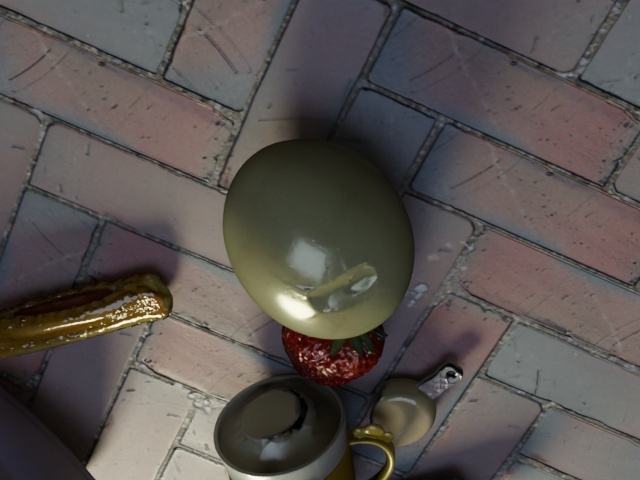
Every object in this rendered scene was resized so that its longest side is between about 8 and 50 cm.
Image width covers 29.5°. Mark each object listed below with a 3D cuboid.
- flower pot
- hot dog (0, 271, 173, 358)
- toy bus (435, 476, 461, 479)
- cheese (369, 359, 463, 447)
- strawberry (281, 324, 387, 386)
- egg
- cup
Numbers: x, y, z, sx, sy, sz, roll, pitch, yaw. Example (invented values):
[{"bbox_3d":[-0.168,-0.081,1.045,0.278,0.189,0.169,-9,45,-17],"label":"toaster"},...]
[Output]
[{"bbox_3d":[-0.479,0.341,1.735,0.265,0.265,0.243,-23,107,21],"label":"flower pot"},{"bbox_3d":[-0.339,0.100,1.659,0.288,0.068,0.083,-15,143,11],"label":"hot dog"},{"bbox_3d":[0.151,0.404,1.778,0.160,0.092,0.079,-17,149,18],"label":"toy bus"},{"bbox_3d":[0.124,0.221,1.688,0.092,0.048,0.171,21,124,-10],"label":"cheese"},{"bbox_3d":[0.010,0.139,1.605,0.131,0.131,0.148,36,115,-16],"label":"strawberry"},{"bbox_3d":[0.000,0.000,1.457,0.219,0.219,0.269,-23,134,21],"label":"egg"},{"bbox_3d":[-0.010,0.319,1.696,0.241,0.185,0.226,-7,127,9],"label":"cup"}]
